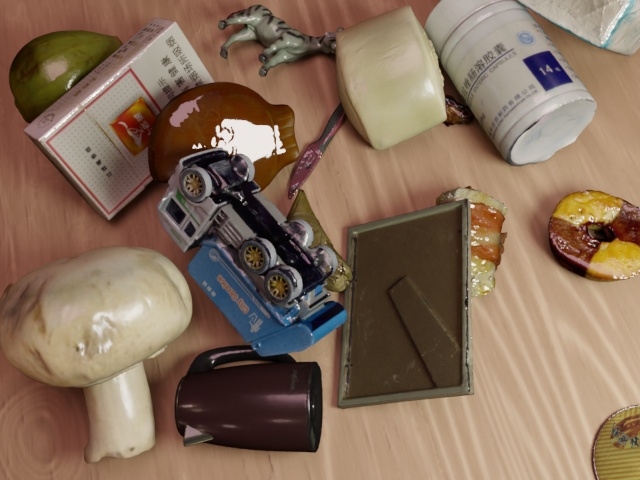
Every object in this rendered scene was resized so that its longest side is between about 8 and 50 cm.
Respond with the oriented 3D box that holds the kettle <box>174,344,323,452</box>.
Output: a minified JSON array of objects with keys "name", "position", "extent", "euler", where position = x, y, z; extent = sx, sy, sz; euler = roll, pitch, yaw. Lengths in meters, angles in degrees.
[{"name":"kettle","position":[-0.118,0.249,1.333],"extent":[0.232,0.144,0.202],"euler":[-1,46,8]}]

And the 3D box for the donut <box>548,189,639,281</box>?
[{"name":"donut","position":[0.490,-0.001,1.436],"extent":[0.184,0.073,0.166],"euler":[18,68,13]}]

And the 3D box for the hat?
[{"name":"hat","position":[0.531,0.342,1.271],"extent":[0.193,0.082,0.193],"euler":[-1,64,2]}]

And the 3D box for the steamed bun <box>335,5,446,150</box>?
[{"name":"steamed bun","position":[0.126,-0.312,1.539],"extent":[0.200,0.155,0.250],"euler":[-19,74,9]}]

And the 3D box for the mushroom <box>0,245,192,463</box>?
[{"name":"mushroom","position":[-0.355,0.181,1.336],"extent":[0.314,0.314,0.336],"euler":[-8,95,0]}]

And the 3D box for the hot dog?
[{"name":"hot dog","position":[0.255,0.005,1.440],"extent":[0.146,0.103,0.213],"euler":[22,71,-13]}]

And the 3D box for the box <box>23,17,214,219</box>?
[{"name":"box","position":[-0.352,-0.227,1.522],"extent":[0.330,0.210,0.095],"euler":[-45,40,-15]}]

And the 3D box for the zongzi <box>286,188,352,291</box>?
[{"name":"zongzi","position":[0.000,0.000,1.468],"extent":[0.160,0.078,0.176],"euler":[19,64,15]}]

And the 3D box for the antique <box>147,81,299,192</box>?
[{"name":"antique","position":[-0.182,-0.178,1.501],"extent":[0.278,0.129,0.223],"euler":[-17,104,-17]}]

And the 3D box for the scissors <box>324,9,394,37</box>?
[{"name":"scissors","position":[0.106,-0.422,1.652],"extent":[0.212,0.021,0.110],"euler":[-8,64,-25]}]

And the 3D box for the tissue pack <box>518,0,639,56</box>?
[{"name":"tissue pack","position":[0.509,-0.444,1.537],"extent":[0.201,0.271,0.124],"euler":[42,115,19]}]

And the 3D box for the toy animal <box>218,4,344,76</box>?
[{"name":"toy animal","position":[-0.087,-0.396,1.652],"extent":[0.255,0.090,0.170],"euler":[22,49,4]}]

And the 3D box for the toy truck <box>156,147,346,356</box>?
[{"name":"toy truck","position":[-0.114,0.023,1.353],"extent":[0.367,0.175,0.146],"euler":[50,34,10]}]

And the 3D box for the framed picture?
[{"name":"framed picture","position":[0.141,0.105,1.372],"extent":[0.247,0.022,0.335],"euler":[-14,60,33]}]

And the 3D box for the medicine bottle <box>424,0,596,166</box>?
[{"name":"medicine bottle","position":[0.347,-0.322,1.531],"extent":[0.190,0.190,0.332],"euler":[-25,66,-7]}]

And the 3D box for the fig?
[{"name":"fig","position":[-0.483,-0.308,1.564],"extent":[0.230,0.207,0.207],"euler":[-40,65,19]}]

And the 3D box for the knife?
[{"name":"knife","position":[-0.005,-0.184,1.587],"extent":[0.035,0.018,0.247],"euler":[27,71,13]}]

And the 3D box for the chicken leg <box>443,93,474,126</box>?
[{"name":"chicken leg","position":[0.233,-0.263,1.602],"extent":[0.145,0.037,0.062],"euler":[26,85,14]}]
